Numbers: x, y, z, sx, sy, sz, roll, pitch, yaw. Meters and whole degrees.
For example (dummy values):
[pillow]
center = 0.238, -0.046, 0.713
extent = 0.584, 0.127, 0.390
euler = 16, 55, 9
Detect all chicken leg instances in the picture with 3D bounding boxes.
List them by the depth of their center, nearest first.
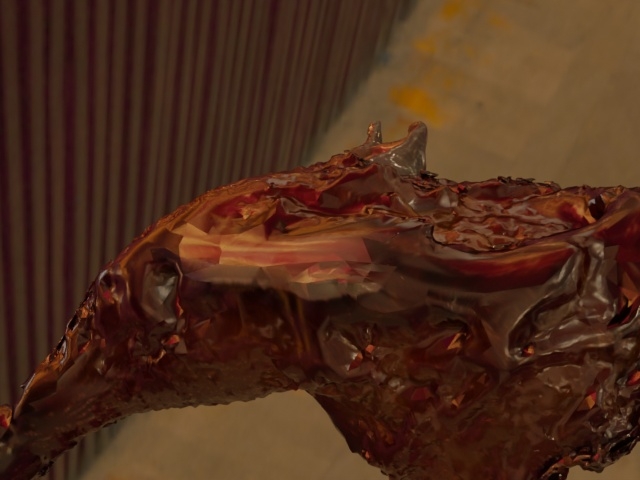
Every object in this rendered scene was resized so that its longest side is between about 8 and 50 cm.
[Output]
[chicken leg]
center = -0.003, 0.024, 0.416
extent = 0.205, 0.053, 0.093
euler = 1, 89, 35

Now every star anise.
[star anise]
center = 0.010, -0.012, 1.196
extent = 0.063, 0.208, 0.172
euler = 46, 77, -13
